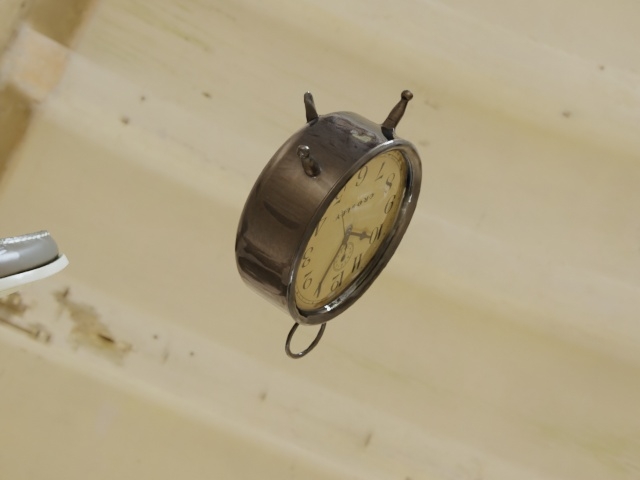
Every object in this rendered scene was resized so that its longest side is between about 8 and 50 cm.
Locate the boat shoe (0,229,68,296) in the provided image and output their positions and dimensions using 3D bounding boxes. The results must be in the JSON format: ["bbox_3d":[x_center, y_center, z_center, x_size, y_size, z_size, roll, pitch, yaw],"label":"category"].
[{"bbox_3d":[-0.350,0.024,1.047,0.109,0.091,0.305,-19,-179,34],"label":"boat shoe"}]

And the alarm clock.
[{"bbox_3d":[0.000,0.000,0.734,0.129,0.064,0.192,-32,142,-44],"label":"alarm clock"}]
